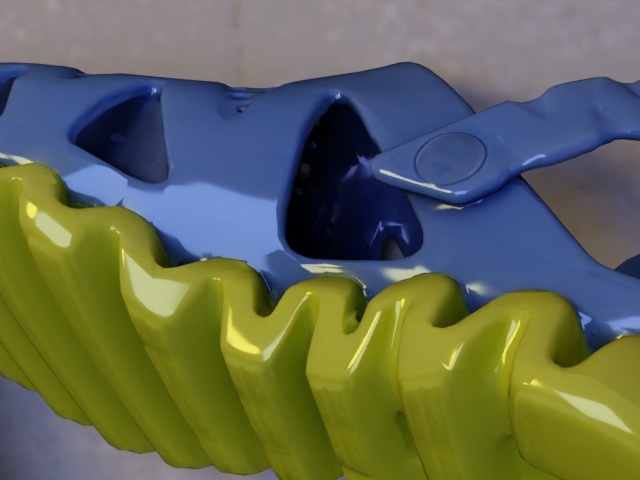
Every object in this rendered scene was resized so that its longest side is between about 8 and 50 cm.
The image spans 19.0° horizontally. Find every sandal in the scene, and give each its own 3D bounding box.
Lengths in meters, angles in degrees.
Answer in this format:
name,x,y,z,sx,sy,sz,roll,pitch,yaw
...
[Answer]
name,x,y,z,sx,sy,sz,roll,pitch,yaw
sandal,0.000,0.000,0.583,0.317,0.126,0.138,17,57,25
